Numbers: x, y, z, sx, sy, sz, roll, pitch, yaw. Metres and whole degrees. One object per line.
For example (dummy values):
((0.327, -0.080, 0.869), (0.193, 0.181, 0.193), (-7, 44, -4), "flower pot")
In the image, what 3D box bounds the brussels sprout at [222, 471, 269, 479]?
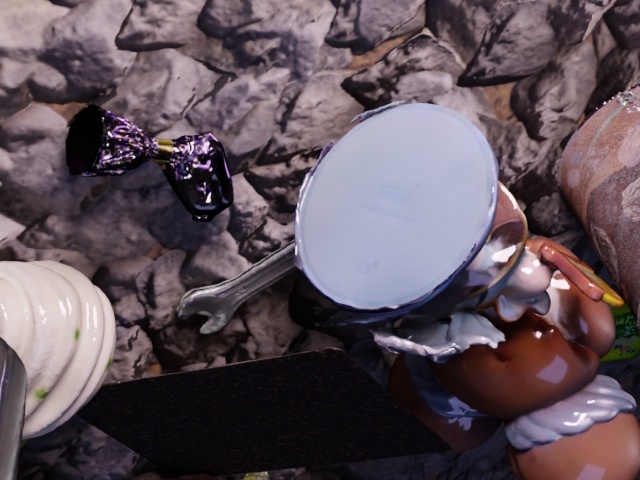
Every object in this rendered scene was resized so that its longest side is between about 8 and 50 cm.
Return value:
((-0.087, 0.298, 1.285), (0.085, 0.058, 0.085), (-10, 148, -6), "brussels sprout")

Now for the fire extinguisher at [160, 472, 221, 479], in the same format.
((-0.176, 0.398, 1.275), (0.114, 0.135, 0.337), (-2, 129, -30), "fire extinguisher")

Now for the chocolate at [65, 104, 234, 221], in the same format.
((-0.134, -0.066, 0.952), (0.147, 0.070, 0.072), (17, 110, -46), "chocolate")

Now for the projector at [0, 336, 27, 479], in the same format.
((-0.481, 0.168, 0.811), (0.405, 0.242, 0.395), (35, 114, -26), "projector")

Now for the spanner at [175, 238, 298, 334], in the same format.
((0.000, 0.000, 1.090), (0.302, 0.017, 0.071), (-32, 138, 4), "spanner")

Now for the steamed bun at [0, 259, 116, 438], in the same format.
((-0.263, 0.103, 1.001), (0.183, 0.106, 0.182), (-14, 133, -15), "steamed bun")

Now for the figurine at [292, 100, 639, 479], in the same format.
((0.147, 0.076, 1.062), (0.388, 0.277, 0.248), (37, 80, -50), "figurine")

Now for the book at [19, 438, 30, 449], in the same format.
((-0.376, 0.287, 1.063), (0.020, 0.208, 0.295), (43, 107, -6), "book")

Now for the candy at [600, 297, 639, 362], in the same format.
((0.294, 0.107, 1.302), (0.178, 0.032, 0.102), (-6, 131, -19), "candy")

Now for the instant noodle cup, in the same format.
((0.344, -0.026, 1.087), (0.218, 0.207, 0.217), (-12, 132, -13), "instant noodle cup")

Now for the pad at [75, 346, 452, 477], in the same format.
((-0.068, 0.170, 1.100), (0.330, 0.004, 0.220), (-12, 142, 30), "pad")
